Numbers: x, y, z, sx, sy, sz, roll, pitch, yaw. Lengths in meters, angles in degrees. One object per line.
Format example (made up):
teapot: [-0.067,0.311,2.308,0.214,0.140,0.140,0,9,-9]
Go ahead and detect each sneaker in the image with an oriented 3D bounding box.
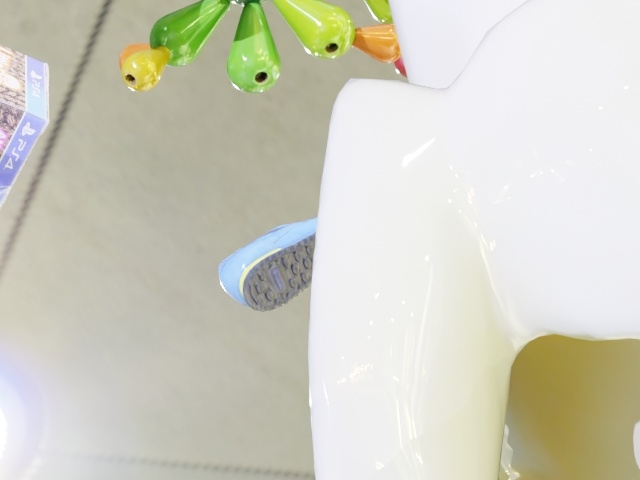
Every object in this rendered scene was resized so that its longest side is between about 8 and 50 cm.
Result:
sneaker: [0.000,0.000,1.827,0.209,0.082,0.069,-23,116,-17]

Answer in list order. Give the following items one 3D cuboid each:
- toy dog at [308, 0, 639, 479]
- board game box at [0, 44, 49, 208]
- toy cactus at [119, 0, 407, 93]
toy dog: [0.229,0.013,0.565,0.408,0.395,0.284,-5,135,10]
board game box: [-0.471,-0.123,2.055,0.291,0.141,0.232,23,116,-21]
toy cactus: [-0.038,-0.165,1.031,0.219,0.112,0.180,0,82,-25]
